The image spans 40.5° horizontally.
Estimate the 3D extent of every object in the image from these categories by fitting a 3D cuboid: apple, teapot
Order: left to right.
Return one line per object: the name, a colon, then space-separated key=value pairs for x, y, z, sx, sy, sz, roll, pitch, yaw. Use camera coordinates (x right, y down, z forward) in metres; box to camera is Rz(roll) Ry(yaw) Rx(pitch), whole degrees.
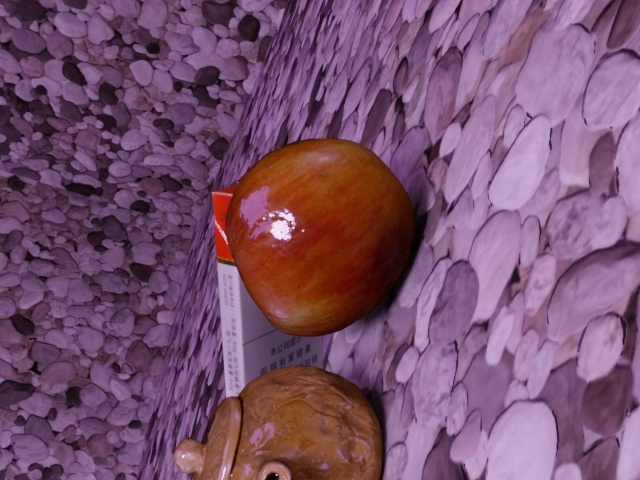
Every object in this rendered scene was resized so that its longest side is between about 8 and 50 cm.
teapot: x=-0.054 y=0.211 z=0.791 sx=0.311 sy=0.167 sz=0.203 roll=146 pitch=139 yaw=-71
apple: x=0.000 y=0.000 z=0.826 sx=0.173 sy=0.195 sz=0.160 roll=-39 pitch=45 yaw=-12

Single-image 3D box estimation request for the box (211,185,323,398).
box: x=-0.051 y=0.053 z=0.919 sx=0.035 sy=0.139 sz=0.245 roll=13 pitch=111 yaw=37
